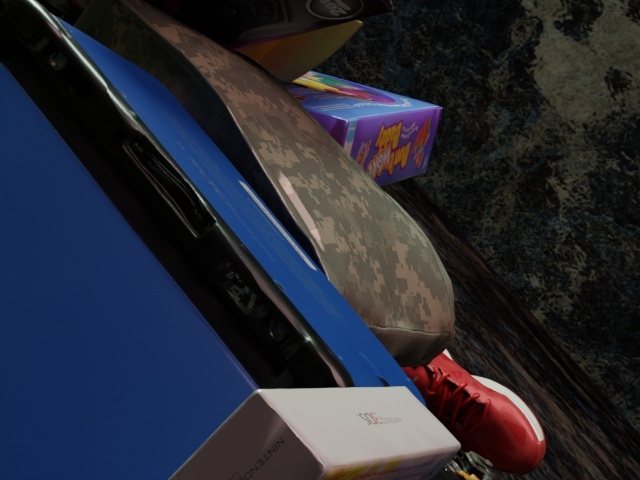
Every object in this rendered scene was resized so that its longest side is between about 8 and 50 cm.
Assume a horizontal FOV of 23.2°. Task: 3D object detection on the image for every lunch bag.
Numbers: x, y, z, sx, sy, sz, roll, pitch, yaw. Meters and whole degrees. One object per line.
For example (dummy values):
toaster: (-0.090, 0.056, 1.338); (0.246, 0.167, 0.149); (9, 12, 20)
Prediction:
lunch bag: (-0.051, -0.010, 1.084); (0.287, 0.169, 0.235); (46, 12, 23)

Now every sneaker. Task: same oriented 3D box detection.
sneaker: (0.119, 0.161, 1.572); (0.221, 0.087, 0.128); (37, 14, 24)

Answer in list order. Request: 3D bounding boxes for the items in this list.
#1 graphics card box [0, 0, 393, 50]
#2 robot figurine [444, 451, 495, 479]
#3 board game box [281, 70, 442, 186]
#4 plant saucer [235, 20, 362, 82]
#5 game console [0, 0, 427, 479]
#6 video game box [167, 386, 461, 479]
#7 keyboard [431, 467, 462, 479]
graphics card box: (-0.157, -0.212, 1.140); (0.233, 0.370, 0.094); (33, 52, -54)
robot figurine: (0.168, 0.273, 1.261); (0.291, 0.085, 0.211); (34, 15, -51)
board game box: (-0.036, -0.122, 1.575); (0.233, 0.078, 0.347); (17, 12, 16)
plant saucer: (-0.149, -0.213, 1.432); (0.332, 0.081, 0.333); (15, 7, 8)
game console: (-0.117, 0.032, 0.835); (0.293, 0.173, 0.250); (50, 8, 20)
video game box: (-0.040, 0.139, 0.650); (0.048, 0.187, 0.205); (49, 10, 16)
keyboard: (0.143, 0.226, 0.947); (0.201, 0.033, 0.317); (35, 5, -39)
